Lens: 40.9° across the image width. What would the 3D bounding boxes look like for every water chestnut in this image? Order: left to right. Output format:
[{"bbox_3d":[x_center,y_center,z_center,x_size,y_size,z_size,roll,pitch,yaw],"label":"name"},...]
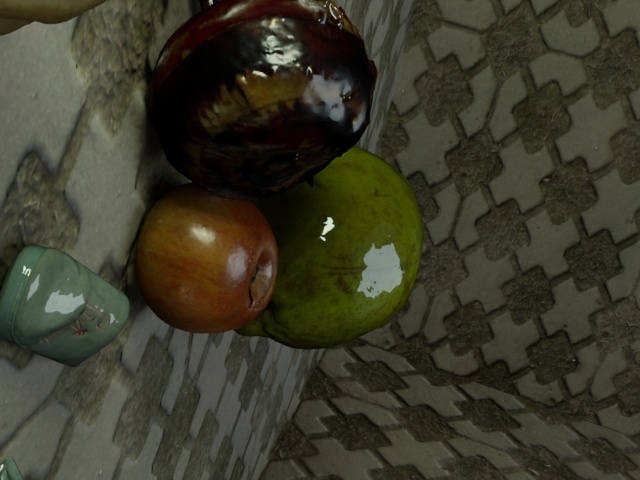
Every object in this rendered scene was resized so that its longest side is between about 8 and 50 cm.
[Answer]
[{"bbox_3d":[-0.077,-0.201,1.042,0.300,0.300,0.300,18,90,-80],"label":"water chestnut"}]

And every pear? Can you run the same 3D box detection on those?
[{"bbox_3d":[0.000,0.000,1.479,0.413,0.352,0.352,-50,159,-36],"label":"pear"}]

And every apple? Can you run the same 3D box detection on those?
[{"bbox_3d":[-0.152,0.028,1.189,0.235,0.173,0.210,38,71,-79],"label":"apple"}]

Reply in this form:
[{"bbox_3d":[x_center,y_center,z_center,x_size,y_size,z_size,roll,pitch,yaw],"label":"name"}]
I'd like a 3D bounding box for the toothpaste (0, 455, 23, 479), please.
[{"bbox_3d":[-0.399,0.397,0.837,0.098,0.061,0.392,97,12,-48],"label":"toothpaste"}]

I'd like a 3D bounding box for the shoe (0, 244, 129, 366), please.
[{"bbox_3d":[-0.259,0.082,0.913,0.251,0.100,0.103,84,26,-73],"label":"shoe"}]

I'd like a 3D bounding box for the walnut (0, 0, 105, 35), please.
[{"bbox_3d":[-0.195,-0.206,0.476,0.245,0.198,0.198,-49,156,-53],"label":"walnut"}]
